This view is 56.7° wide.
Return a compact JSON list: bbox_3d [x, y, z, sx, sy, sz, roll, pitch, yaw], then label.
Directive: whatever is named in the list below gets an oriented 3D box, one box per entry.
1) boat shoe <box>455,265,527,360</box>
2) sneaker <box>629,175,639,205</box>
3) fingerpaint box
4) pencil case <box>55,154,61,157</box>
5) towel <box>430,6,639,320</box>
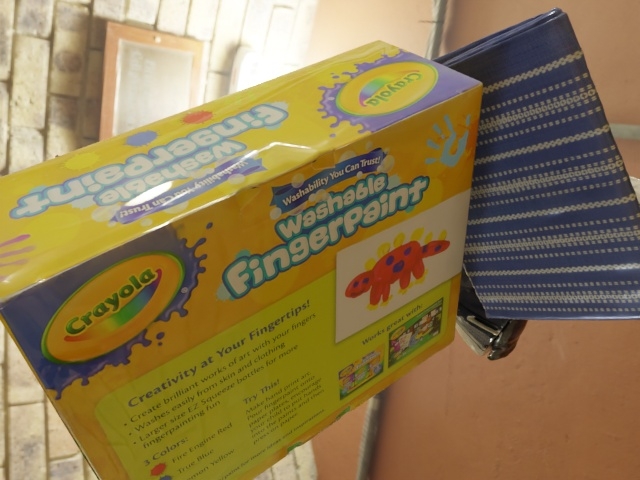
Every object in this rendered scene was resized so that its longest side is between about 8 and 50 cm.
[{"bbox_3d":[0.233,0.038,1.041,0.340,0.127,0.158,46,-27,25],"label":"boat shoe"},{"bbox_3d":[0.461,-0.066,0.902,0.090,0.235,0.094,121,-38,-54],"label":"sneaker"},{"bbox_3d":[-0.058,0.047,0.619,0.163,0.445,0.371,39,-33,40],"label":"fingerpaint box"},{"bbox_3d":[-0.456,-0.072,1.043,0.070,0.065,0.151,36,-74,44],"label":"pencil case"},{"bbox_3d":[0.221,-0.058,0.658,0.243,0.040,0.335,-9,-67,54],"label":"towel"}]
